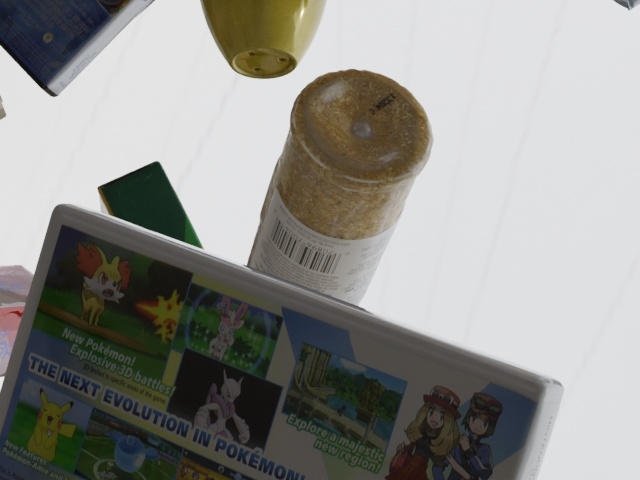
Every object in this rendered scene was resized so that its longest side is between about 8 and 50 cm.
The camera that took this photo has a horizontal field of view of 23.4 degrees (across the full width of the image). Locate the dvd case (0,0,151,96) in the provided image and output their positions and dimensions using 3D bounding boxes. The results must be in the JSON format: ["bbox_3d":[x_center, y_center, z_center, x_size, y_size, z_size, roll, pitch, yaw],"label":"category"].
[{"bbox_3d":[-0.143,-0.239,1.017,0.253,0.022,0.180,-45,-114,0],"label":"dvd case"}]

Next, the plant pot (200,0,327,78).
[{"bbox_3d":[-0.057,-0.217,1.531,0.134,0.134,0.095,-18,-118,38],"label":"plant pot"}]

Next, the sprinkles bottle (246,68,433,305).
[{"bbox_3d":[0.000,0.000,1.379,0.355,0.121,0.121,111,-37,-55],"label":"sprinkles bottle"}]

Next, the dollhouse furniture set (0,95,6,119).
[{"bbox_3d":[-0.515,-0.175,1.451,0.355,0.303,0.174,-31,-117,-15],"label":"dollhouse furniture set"}]

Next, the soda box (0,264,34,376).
[{"bbox_3d":[-0.360,0.082,1.529,0.083,0.263,0.092,31,-78,20],"label":"soda box"}]

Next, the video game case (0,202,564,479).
[{"bbox_3d":[-0.059,0.166,0.848,0.329,0.036,0.300,19,-86,30],"label":"video game case"}]

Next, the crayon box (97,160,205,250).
[{"bbox_3d":[-0.154,0.085,1.807,0.083,0.203,0.323,-25,-97,-10],"label":"crayon box"}]

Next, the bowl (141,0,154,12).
[{"bbox_3d":[-0.199,-0.278,1.619,0.142,0.053,0.142,-47,-160,-26],"label":"bowl"}]

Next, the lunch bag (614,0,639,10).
[{"bbox_3d":[0.304,-0.278,1.490,0.071,0.083,0.053,-34,-143,-3],"label":"lunch bag"}]
